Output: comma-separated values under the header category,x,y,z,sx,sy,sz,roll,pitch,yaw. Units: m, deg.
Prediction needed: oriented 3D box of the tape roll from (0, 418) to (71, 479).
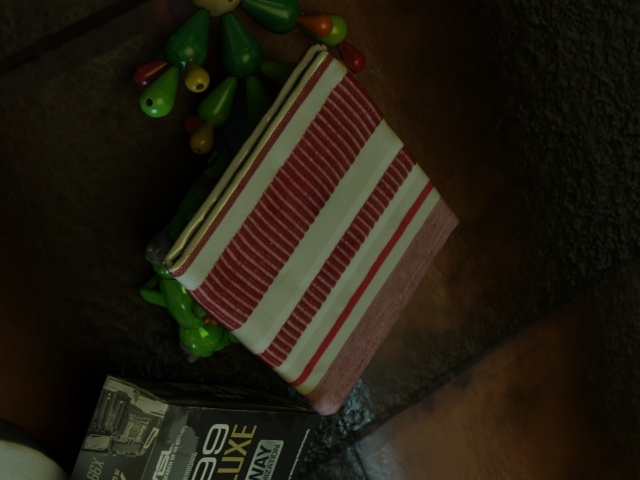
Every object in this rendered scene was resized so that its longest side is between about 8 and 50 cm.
category,x,y,z,sx,sy,sz,roll,pitch,yaw
tape roll,-0.313,0.263,1.319,0.219,0.072,0.219,-7,106,-27

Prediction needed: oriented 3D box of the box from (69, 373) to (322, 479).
category,x,y,z,sx,sy,sz,roll,pitch,yaw
box,-0.140,0.276,1.362,0.242,0.076,0.307,15,96,-58

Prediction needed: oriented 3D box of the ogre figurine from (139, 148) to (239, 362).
category,x,y,z,sx,sy,sz,roll,pitch,yaw
ogre figurine,-0.093,0.029,1.370,0.118,0.097,0.197,-40,152,-28

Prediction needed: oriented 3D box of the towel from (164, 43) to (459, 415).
category,x,y,z,sx,sy,sz,roll,pitch,yaw
towel,0.000,0.000,1.363,0.237,0.037,0.329,-57,145,-11

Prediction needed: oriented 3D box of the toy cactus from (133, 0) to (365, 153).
category,x,y,z,sx,sy,sz,roll,pitch,yaw
toy cactus,-0.076,-0.182,1.331,0.219,0.112,0.180,-24,95,-19
